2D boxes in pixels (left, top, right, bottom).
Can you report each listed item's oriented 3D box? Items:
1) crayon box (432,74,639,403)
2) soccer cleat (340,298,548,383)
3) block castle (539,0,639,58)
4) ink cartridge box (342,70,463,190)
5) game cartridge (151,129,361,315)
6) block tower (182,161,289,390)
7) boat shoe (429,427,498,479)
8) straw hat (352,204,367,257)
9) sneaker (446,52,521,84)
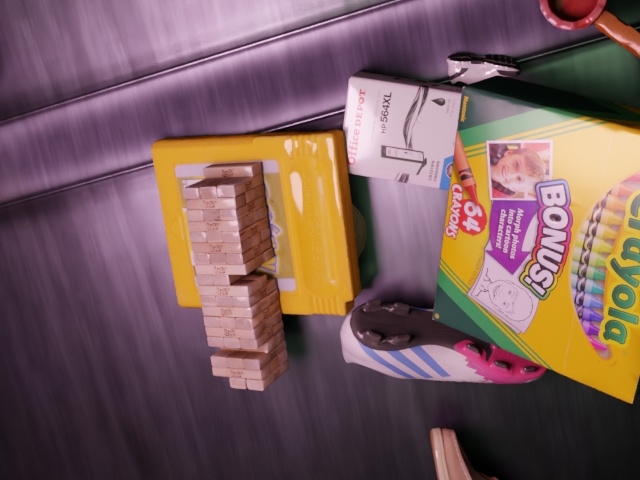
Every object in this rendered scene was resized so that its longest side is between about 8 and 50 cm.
[{"bbox_3d":[0.326,-0.009,1.234,0.313,0.106,0.363,22,121,34],"label":"crayon box"},{"bbox_3d":[0.191,0.169,1.450,0.331,0.116,0.143,12,147,-6],"label":"soccer cleat"},{"bbox_3d":[0.513,-0.400,1.121,0.303,0.213,0.453,40,112,14],"label":"block castle"},{"bbox_3d":[0.136,-0.163,1.364,0.203,0.086,0.148,9,108,7],"label":"ink cartridge box"},{"bbox_3d":[-0.101,-0.025,1.424,0.324,0.053,0.285,1,107,28],"label":"game cartridge"},{"bbox_3d":[-0.126,0.055,1.385,0.091,0.097,0.335,0,106,26],"label":"block tower"},{"bbox_3d":[0.276,0.438,1.500,0.110,0.121,0.341,-22,111,11],"label":"boat shoe"},{"bbox_3d":[0.000,0.000,1.450,0.144,0.061,0.144,3,107,9],"label":"straw hat"},{"bbox_3d":[0.241,-0.250,1.349,0.109,0.040,0.043,7,123,12],"label":"sneaker"}]
